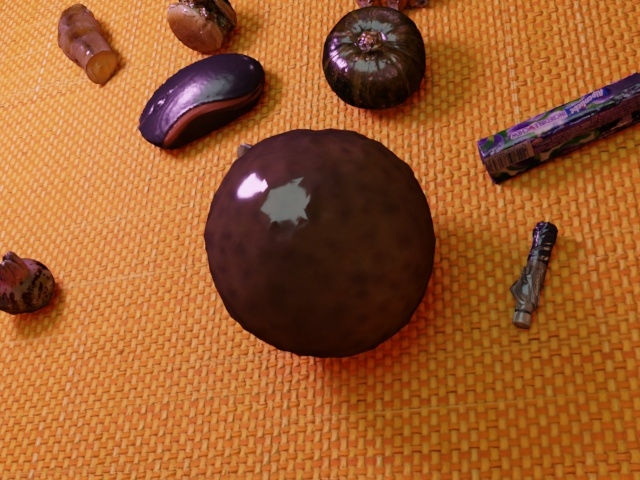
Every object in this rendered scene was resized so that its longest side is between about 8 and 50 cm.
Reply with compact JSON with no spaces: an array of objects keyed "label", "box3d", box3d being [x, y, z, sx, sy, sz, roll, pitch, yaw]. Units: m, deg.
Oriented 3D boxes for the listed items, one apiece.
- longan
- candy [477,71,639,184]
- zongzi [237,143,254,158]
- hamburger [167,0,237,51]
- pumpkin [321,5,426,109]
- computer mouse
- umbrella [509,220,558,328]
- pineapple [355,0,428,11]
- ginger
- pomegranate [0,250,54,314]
[{"label":"longan","box3d":[0.000,0.000,1.325,0.390,0.391,0.391,-11,58,18]},{"label":"candy","box3d":[0.436,-0.199,1.412,0.312,0.088,0.061,-22,51,11]},{"label":"zongzi","box3d":[-0.114,-0.180,1.678,0.113,0.052,0.104,-15,37,-15]},{"label":"hamburger","box3d":[-0.284,-0.533,1.876,0.159,0.185,0.131,31,73,18]},{"label":"pumpkin","box3d":[0.110,-0.371,1.618,0.223,0.157,0.224,-2,74,8]},{"label":"computer mouse","box3d":[-0.279,-0.327,1.789,0.323,0.116,0.183,-27,50,8]},{"label":"umbrella","box3d":[0.356,0.057,1.329,0.050,0.046,0.188,9,71,32]},{"label":"pineapple","box3d":[0.173,-0.597,1.749,0.236,0.114,0.186,-22,55,14]},{"label":"ginger","box3d":[-0.615,-0.515,2.053,0.263,0.116,0.109,55,132,31]},{"label":"pomegranate","box3d":[-0.645,0.095,1.678,0.138,0.163,0.126,5,78,2]}]
